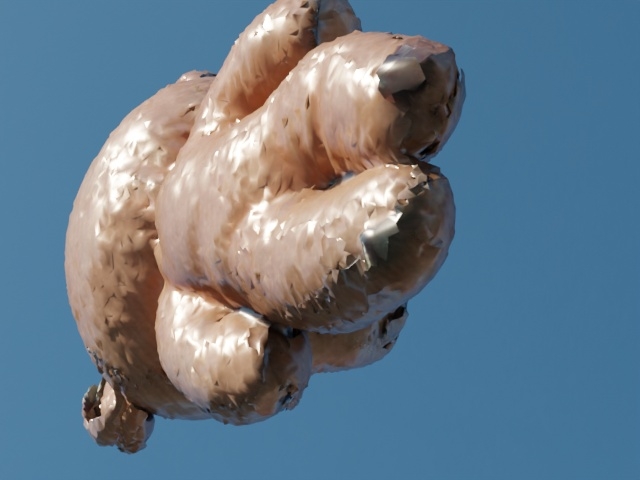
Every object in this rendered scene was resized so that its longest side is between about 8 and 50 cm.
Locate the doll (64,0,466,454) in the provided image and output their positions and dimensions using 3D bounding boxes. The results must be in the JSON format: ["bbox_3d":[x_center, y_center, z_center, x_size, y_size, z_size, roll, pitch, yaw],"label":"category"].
[{"bbox_3d":[0.000,0.000,0.869,0.156,0.303,0.201,22,-107,-26],"label":"doll"}]
